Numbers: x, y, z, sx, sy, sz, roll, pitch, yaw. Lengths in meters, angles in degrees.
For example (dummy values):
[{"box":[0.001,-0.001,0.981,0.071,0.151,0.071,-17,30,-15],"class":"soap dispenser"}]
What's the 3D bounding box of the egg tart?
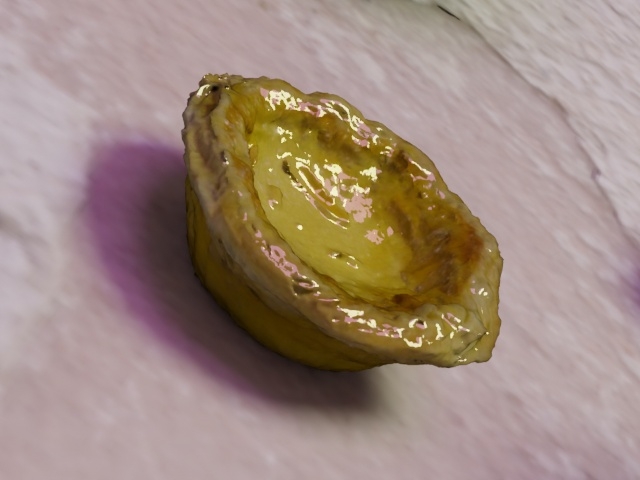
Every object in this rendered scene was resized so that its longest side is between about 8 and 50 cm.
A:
[{"box":[0.000,0.000,0.483,0.105,0.039,0.105,29,29,-18],"class":"egg tart"}]
